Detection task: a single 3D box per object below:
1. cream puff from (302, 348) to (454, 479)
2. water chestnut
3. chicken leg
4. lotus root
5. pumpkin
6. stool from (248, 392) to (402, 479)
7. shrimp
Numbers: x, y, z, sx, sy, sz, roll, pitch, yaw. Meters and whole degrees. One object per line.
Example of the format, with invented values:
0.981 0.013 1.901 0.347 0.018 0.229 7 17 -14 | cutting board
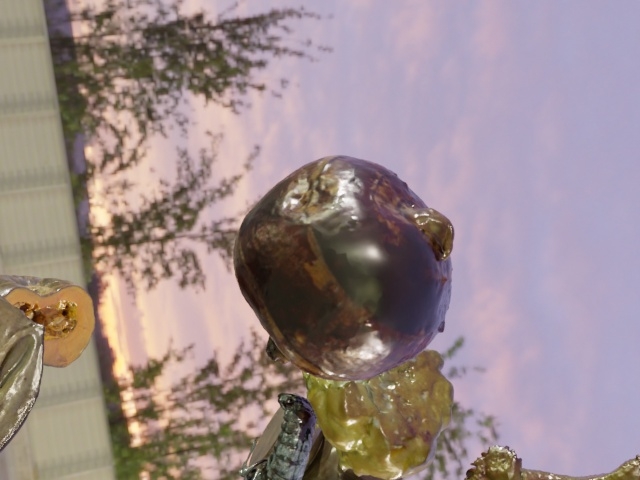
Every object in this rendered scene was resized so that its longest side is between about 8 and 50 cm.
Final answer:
0.079 0.261 1.392 0.185 0.281 0.282 -49 -130 49 | cream puff
0.018 0.035 0.839 0.238 0.223 0.224 -52 -136 37 | water chestnut
0.318 0.386 1.275 0.212 0.360 0.140 59 6 -27 | chicken leg
-0.543 0.234 1.240 0.210 0.314 0.142 42 -35 -10 | lotus root
-0.598 0.185 1.699 0.317 0.139 0.222 6 95 -70 | pumpkin
0.013 0.451 1.706 0.179 0.264 0.179 -56 -174 9 | stool
-0.052 0.228 0.790 0.174 0.082 0.076 -68 -163 -7 | shrimp
